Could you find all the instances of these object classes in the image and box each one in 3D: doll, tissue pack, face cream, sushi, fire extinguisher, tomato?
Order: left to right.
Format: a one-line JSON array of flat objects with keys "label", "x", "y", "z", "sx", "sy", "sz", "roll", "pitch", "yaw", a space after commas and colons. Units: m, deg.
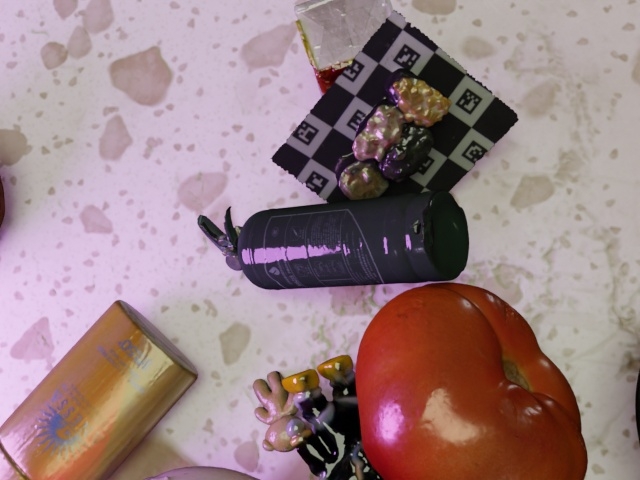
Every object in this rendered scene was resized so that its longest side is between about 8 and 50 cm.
[{"label": "face cream", "x": -0.283, "y": 0.216, "z": 0.952, "sx": 0.139, "sy": 0.067, "sz": 0.285, "roll": 41, "pitch": 87, "yaw": 16}, {"label": "doll", "x": -0.047, "y": 0.194, "z": 0.932, "sx": 0.061, "sy": 0.051, "sz": 0.093, "roll": -28, "pitch": 75, "yaw": 8}, {"label": "fire extinguisher", "x": 0.000, "y": 0.000, "z": 0.908, "sx": 0.311, "sy": 0.114, "sz": 0.095, "roll": -7, "pitch": 32, "yaw": 35}, {"label": "tissue pack", "x": 0.039, "y": -0.216, "z": 0.955, "sx": 0.106, "sy": 0.148, "sz": 0.099, "roll": -17, "pitch": 77, "yaw": 5}, {"label": "doll", "x": 0.057, "y": 0.275, "z": 0.865, "sx": 0.103, "sy": 0.145, "sz": 0.316, "roll": -34, "pitch": 75, "yaw": 32}, {"label": "sushi", "x": 0.085, "y": -0.103, "z": 0.894, "sx": 0.192, "sy": 0.050, "sz": 0.215, "roll": 35, "pitch": 108, "yaw": -19}, {"label": "tomato", "x": 0.143, "y": 0.166, "z": 0.823, "sx": 0.180, "sy": 0.260, "sz": 0.260, "roll": -38, "pitch": 74, "yaw": 29}]

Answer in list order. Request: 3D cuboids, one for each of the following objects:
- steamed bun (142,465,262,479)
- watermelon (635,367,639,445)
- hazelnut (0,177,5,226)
[{"label": "steamed bun", "x": -0.099, "y": 0.358, "z": 0.829, "sx": 0.283, "sy": 0.177, "sz": 0.283, "roll": 5, "pitch": 101, "yaw": 27}, {"label": "watermelon", "x": 0.449, "y": 0.207, "z": 0.746, "sx": 0.279, "sy": 0.279, "sz": 0.359, "roll": -27, "pitch": 78, "yaw": 2}, {"label": "hazelnut", "x": -0.498, "y": -0.054, "z": 0.992, "sx": 0.186, "sy": 0.210, "sz": 0.210, "roll": -7, "pitch": 75, "yaw": 37}]
